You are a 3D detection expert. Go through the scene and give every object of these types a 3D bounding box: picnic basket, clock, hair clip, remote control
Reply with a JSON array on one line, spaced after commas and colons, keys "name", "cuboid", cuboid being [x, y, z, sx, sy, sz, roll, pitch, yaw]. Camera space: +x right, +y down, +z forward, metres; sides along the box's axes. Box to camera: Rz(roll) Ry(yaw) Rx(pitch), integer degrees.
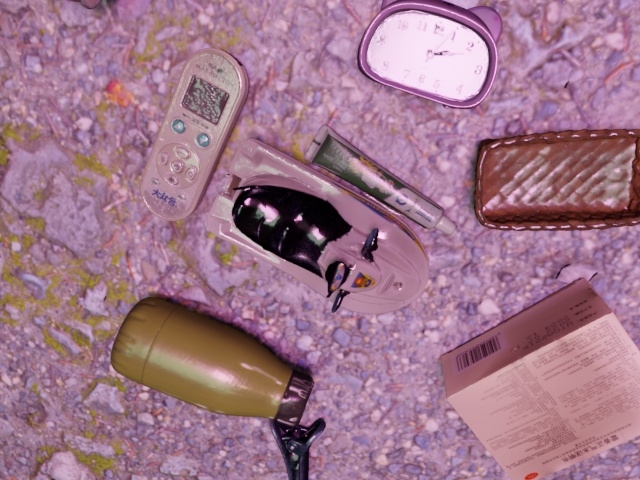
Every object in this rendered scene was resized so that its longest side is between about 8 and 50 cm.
[{"name": "picnic basket", "cuboid": [0.267, -0.068, 0.539, 0.193, 0.055, 0.110, 0, 108, 9]}, {"name": "clock", "cuboid": [0.118, -0.206, 0.517, 0.152, 0.050, 0.110, 19, 110, 2]}, {"name": "hair clip", "cuboid": [-0.046, 0.391, 0.731, 0.082, 0.048, 0.276, 7, 101, 3]}, {"name": "remote control", "cuboid": [-0.154, -0.124, 0.594, 0.078, 0.042, 0.222, 29, 110, -1]}]

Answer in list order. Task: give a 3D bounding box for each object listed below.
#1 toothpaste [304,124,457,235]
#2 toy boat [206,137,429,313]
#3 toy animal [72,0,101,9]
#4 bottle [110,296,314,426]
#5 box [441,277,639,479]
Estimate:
[{"name": "toothpaste", "cuboid": [0.076, -0.065, 0.583, 0.204, 0.031, 0.049, 32, 109, -1]}, {"name": "toy boat", "cuboid": [-0.003, -0.004, 0.566, 0.269, 0.140, 0.141, 33, 111, 12]}, {"name": "toy animal", "cuboid": [-0.324, -0.341, 0.521, 0.251, 0.127, 0.126, 25, 123, 15]}, {"name": "bottle", "cuboid": [-0.138, 0.170, 0.654, 0.259, 0.112, 0.112, 22, 111, 1]}, {"name": "box", "cuboid": [0.284, 0.178, 0.600, 0.212, 0.095, 0.168, -35, 99, 19]}]
